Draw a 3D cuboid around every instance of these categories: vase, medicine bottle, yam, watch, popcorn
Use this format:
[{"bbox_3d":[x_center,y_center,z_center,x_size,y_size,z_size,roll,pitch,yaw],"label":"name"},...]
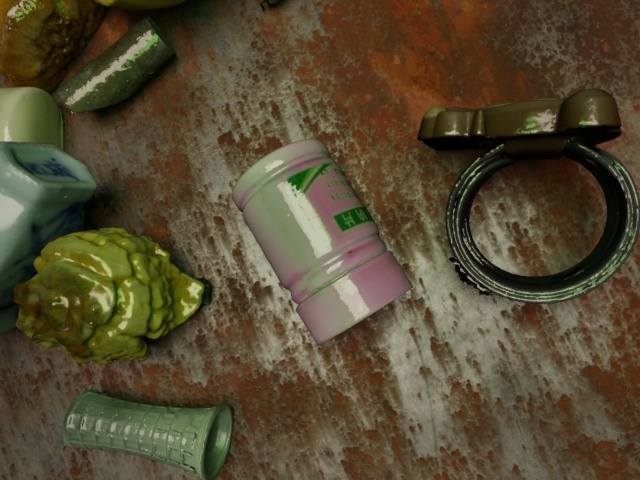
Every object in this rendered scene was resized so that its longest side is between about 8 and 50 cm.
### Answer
[{"bbox_3d":[-0.337,0.368,0.898,0.298,0.143,0.143,4,84,10],"label":"vase"},{"bbox_3d":[0.000,0.000,0.855,0.212,0.212,0.325,-32,79,3],"label":"medicine bottle"},{"bbox_3d":[-0.440,-0.369,1.008,0.259,0.106,0.106,-40,81,2],"label":"yam"},{"bbox_3d":[0.349,-0.066,0.815,0.335,0.314,0.327,3,95,22],"label":"watch"},{"bbox_3d":[-0.412,0.114,0.881,0.293,0.237,0.293,2,104,10],"label":"popcorn"}]

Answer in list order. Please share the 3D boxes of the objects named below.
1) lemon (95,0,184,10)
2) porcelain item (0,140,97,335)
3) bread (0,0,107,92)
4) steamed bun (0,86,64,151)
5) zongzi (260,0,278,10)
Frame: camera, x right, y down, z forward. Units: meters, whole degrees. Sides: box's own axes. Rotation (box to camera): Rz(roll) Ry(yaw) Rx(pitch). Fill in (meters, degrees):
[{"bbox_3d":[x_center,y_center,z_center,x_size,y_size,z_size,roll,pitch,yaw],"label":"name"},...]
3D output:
[{"bbox_3d":[-0.338,-0.651,0.923,0.364,0.364,0.364,-1,84,7],"label":"lemon"},{"bbox_3d":[-0.610,0.009,0.889,0.178,0.242,0.405,40,106,7],"label":"porcelain item"},{"bbox_3d":[-0.631,-0.503,1.009,0.194,0.179,0.340,33,88,10],"label":"bread"},{"bbox_3d":[-0.659,-0.212,0.988,0.146,0.164,0.242,-1,83,5],"label":"steamed bun"},{"bbox_3d":[-0.130,-0.634,0.999,0.204,0.094,0.205,33,89,5],"label":"zongzi"}]
